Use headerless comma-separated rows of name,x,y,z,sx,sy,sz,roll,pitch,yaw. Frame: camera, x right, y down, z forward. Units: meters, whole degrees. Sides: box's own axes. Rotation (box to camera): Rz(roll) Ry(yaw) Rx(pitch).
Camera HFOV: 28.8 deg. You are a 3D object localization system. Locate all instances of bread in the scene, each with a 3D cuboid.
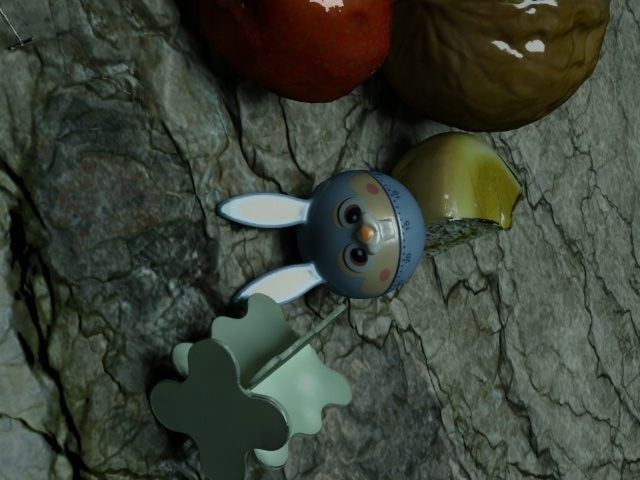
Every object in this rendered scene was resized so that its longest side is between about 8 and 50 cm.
bread,0.174,-0.069,1.731,0.260,0.158,0.156,9,66,-54

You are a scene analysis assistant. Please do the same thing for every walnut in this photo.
walnut,0.238,-0.328,1.723,0.397,0.307,0.354,-20,100,-56

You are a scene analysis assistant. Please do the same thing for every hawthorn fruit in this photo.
hawthorn fruit,-0.047,-0.268,1.402,0.299,0.211,0.211,4,80,-46

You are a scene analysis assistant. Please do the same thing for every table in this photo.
table,-0.058,0.145,1.331,0.198,0.166,0.167,-34,111,-56

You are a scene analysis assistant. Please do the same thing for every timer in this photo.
timer,0.021,-0.004,1.474,0.255,0.175,0.175,-8,90,-55

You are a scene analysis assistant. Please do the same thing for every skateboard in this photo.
skateboard,-0.296,-0.226,1.176,0.083,0.032,0.064,61,29,-23
